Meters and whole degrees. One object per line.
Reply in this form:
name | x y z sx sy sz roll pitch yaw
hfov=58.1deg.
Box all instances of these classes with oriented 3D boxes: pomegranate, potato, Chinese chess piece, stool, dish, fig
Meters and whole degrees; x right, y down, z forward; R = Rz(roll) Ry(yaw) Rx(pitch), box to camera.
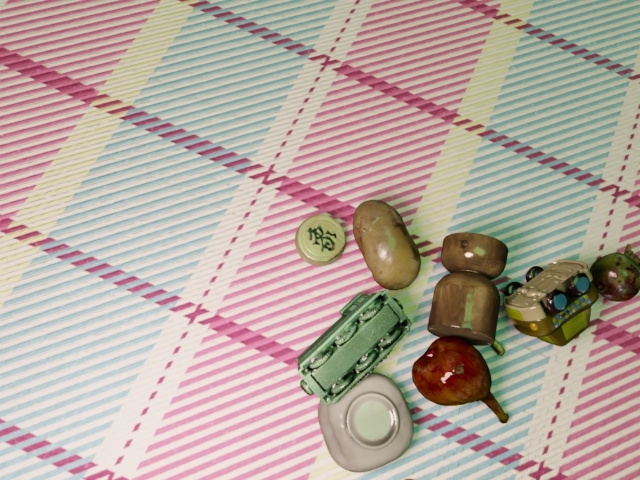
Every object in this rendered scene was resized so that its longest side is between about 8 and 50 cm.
pomegranate | 0.854 0.099 1.650 0.169 0.148 0.149 -15 73 -38
potato | 0.176 0.010 1.573 0.164 0.165 0.263 -27 84 -14
Chinese chess piece | 0.000 0.000 1.607 0.143 0.058 0.144 2 72 -7
stool | 0.397 0.133 1.550 0.179 0.179 0.265 15 71 -2
dish | 0.120 0.453 1.445 0.255 0.117 0.257 2 73 -6
fig | 0.376 0.365 1.512 0.290 0.190 0.191 31 67 -35

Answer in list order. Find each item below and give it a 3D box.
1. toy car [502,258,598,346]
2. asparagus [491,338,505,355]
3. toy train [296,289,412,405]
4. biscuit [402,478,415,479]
toy car | 0.645 0.187 1.581 0.247 0.204 0.198 -33 102 -14
asparagus | 0.471 0.275 1.596 0.025 0.021 0.108 -37 80 -15
toy train | 0.072 0.263 1.471 0.330 0.178 0.139 -41 100 -13
biscuit | 0.294 0.663 1.382 0.250 0.162 0.035 37 111 30
